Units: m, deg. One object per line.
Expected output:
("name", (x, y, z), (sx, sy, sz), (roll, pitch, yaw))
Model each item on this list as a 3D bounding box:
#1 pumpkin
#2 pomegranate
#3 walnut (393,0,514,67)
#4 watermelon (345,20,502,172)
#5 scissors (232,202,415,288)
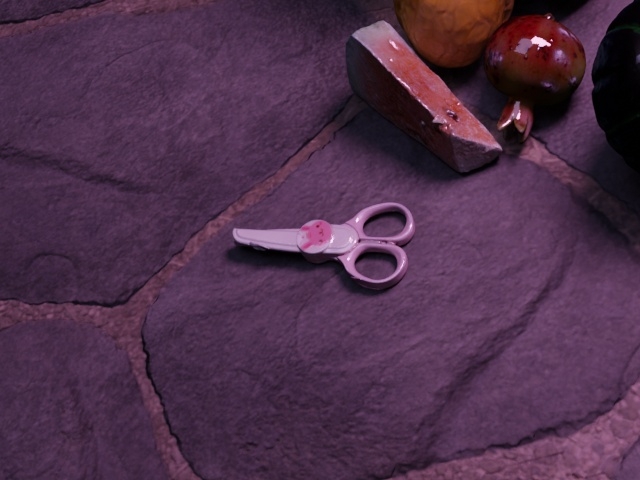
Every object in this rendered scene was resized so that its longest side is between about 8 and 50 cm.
("pumpkin", (0.425, -0.177, 1.525), (0.248, 0.248, 0.248), (-10, 57, 16))
("pomegranate", (0.256, -0.212, 1.651), (0.159, 0.129, 0.129), (-48, 55, -3))
("walnut", (0.174, -0.318, 1.701), (0.159, 0.207, 0.159), (3, 54, -4))
("watermelon", (0.135, -0.182, 1.688), (0.094, 0.154, 0.241), (-39, 67, -4))
("scissors", (0.000, 0.000, 1.679), (0.242, 0.030, 0.118), (4, 61, 21))
